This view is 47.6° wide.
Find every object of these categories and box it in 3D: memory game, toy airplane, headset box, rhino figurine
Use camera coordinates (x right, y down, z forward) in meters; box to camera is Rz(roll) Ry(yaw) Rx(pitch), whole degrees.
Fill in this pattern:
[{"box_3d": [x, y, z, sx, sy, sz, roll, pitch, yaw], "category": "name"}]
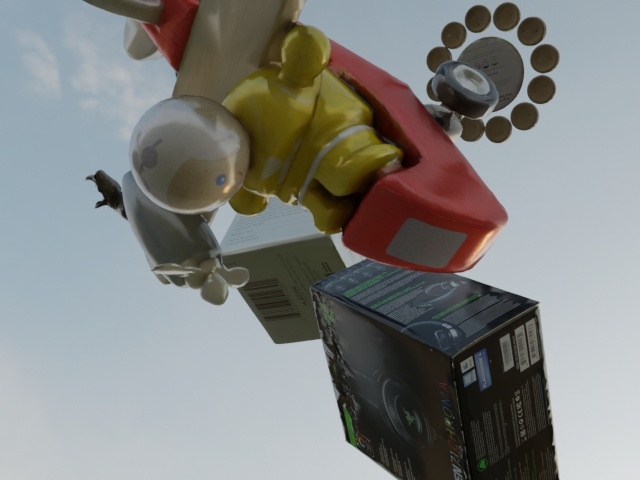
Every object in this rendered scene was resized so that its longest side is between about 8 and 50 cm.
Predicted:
[{"box_3d": [0.223, -0.219, 0.955, 0.186, 0.012, 0.186, 6, -80, 34], "category": "memory game"}, {"box_3d": [-0.070, -0.126, 0.591, 0.384, 0.272, 0.386, -3, -61, 32], "category": "toy airplane"}, {"box_3d": [0.125, 0.165, 0.871, 0.283, 0.131, 0.246, 22, -50, 55], "category": "headset box"}, {"box_3d": [-0.346, -0.068, 1.384, 0.243, 0.073, 0.106, 23, -40, 8], "category": "rhino figurine"}]

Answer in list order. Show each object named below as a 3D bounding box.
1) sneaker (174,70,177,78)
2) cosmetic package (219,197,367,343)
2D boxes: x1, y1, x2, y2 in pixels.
[{"box_3d": [-0.176, -0.222, 1.083, 0.051, 0.089, 0.170, -20, -54, -2], "category": "sneaker"}, {"box_3d": [0.000, 0.000, 1.845, 0.327, 0.393, 0.329, -11, -53, 29], "category": "cosmetic package"}]
